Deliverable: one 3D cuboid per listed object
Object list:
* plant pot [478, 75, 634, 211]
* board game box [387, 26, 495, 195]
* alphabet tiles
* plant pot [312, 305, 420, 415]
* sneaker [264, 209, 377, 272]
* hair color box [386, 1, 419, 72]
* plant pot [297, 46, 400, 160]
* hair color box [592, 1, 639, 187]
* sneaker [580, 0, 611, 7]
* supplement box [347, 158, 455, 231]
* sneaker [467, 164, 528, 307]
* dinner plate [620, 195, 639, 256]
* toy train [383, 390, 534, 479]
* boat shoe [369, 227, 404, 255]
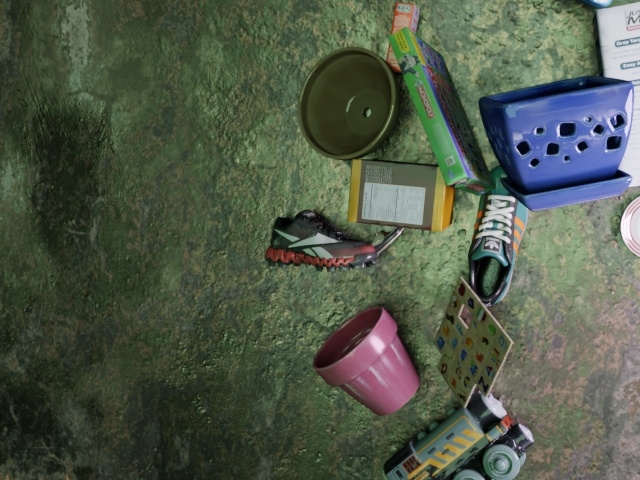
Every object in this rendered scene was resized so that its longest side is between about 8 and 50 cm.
[{"bbox_3d":[0.447,-0.184,1.420,0.235,0.236,0.212,-11,104,4],"label":"plant pot"},{"bbox_3d":[0.245,-0.249,1.491,0.046,0.213,0.318,-25,77,24],"label":"board game box"},{"bbox_3d":[0.307,0.227,1.562,0.198,0.009,0.237,-122,35,-44],"label":"alphabet tiles"},{"bbox_3d":[0.114,0.274,1.635,0.201,0.201,0.180,-37,100,17],"label":"plant pot"},{"bbox_3d":[0.000,0.000,1.665,0.276,0.097,0.135,5,93,30],"label":"sneaker"},{"bbox_3d":[0.175,-0.428,1.599,0.043,0.072,0.141,12,98,14],"label":"hair color box"},{"bbox_3d":[0.076,-0.284,1.609,0.237,0.109,0.238,-3,85,31],"label":"plant pot"},{"bbox_3d":[0.642,-0.284,1.457,0.173,0.105,0.348,-7,94,18],"label":"hair color box"},{"bbox_3d":[0.475,-0.536,1.425,0.229,0.087,0.092,46,104,5],"label":"sneaker"},{"bbox_3d":[0.175,-0.100,1.569,0.194,0.191,0.129,7,98,15],"label":"supplement box"},{"bbox_3d":[0.369,-0.008,1.558,0.108,0.121,0.302,7,96,17],"label":"sneaker"},{"bbox_3d":[0.683,-0.029,1.518,0.141,0.017,0.141,2,97,17],"label":"dinner plate"},{"bbox_3d":[0.295,0.479,1.628,0.334,0.142,0.190,-44,73,16],"label":"toy train"},{"bbox_3d":[0.130,0.005,1.671,0.137,0.049,0.043,-43,81,21],"label":"boat shoe"}]
